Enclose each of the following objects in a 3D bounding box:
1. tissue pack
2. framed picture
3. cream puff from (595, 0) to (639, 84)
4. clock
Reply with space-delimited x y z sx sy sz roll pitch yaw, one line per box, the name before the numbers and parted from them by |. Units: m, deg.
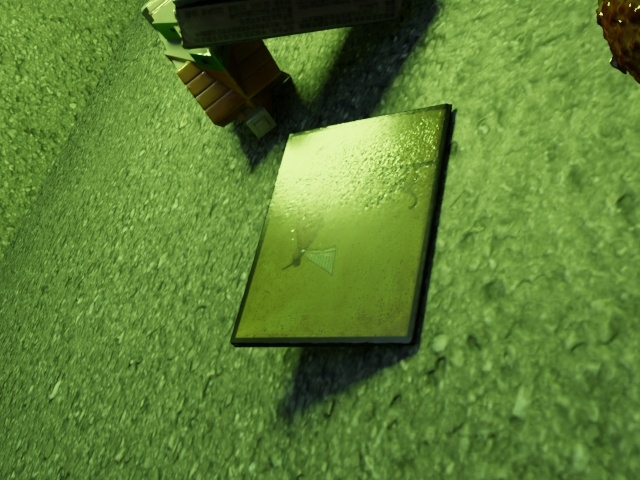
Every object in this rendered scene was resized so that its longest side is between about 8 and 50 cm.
tissue pack | -0.062 -0.430 1.162 0.361 0.122 0.259 -7 45 -4
framed picture | 0.028 -0.022 0.902 0.255 0.014 0.339 -5 57 32
cream puff | 0.356 -0.259 0.530 0.350 0.228 0.350 -29 47 37
clock | -0.175 -0.330 1.318 0.166 0.235 0.309 -36 46 5
